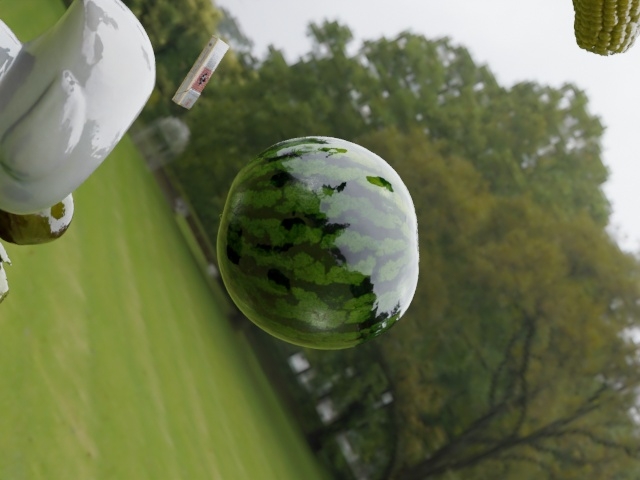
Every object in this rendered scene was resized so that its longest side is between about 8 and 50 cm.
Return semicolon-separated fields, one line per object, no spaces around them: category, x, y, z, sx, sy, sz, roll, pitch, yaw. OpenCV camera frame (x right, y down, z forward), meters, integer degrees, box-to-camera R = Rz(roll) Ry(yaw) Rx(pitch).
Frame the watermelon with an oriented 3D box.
watermelon;0.000;0.000;1.721;0.285;0.285;0.285;63;-1;1

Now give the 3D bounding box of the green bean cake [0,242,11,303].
green bean cake;-0.597;0.067;1.774;0.202;0.310;0.285;60;-3;18

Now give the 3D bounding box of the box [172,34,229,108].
box;-0.131;-0.183;1.405;0.012;0.083;0.046;33;4;9

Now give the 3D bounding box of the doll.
doll;-0.285;-0.149;1.191;0.221;0.251;0.221;44;23;-24

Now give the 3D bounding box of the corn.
corn;0.409;-0.390;1.756;0.347;0.130;0.130;89;-21;-52

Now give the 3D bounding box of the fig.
fig;-0.395;-0.110;1.767;0.124;0.124;0.236;75;22;-86
